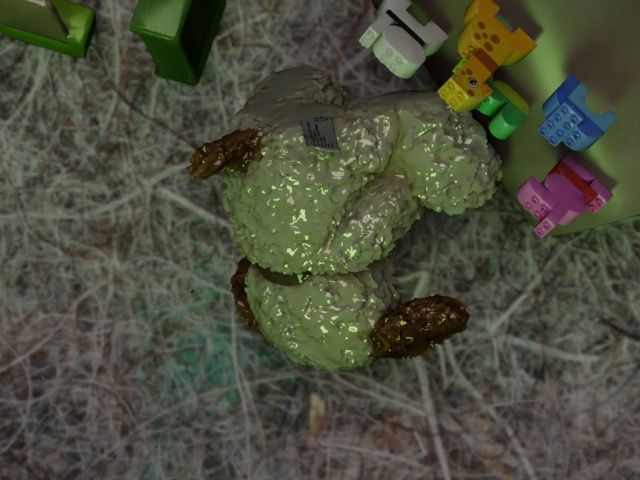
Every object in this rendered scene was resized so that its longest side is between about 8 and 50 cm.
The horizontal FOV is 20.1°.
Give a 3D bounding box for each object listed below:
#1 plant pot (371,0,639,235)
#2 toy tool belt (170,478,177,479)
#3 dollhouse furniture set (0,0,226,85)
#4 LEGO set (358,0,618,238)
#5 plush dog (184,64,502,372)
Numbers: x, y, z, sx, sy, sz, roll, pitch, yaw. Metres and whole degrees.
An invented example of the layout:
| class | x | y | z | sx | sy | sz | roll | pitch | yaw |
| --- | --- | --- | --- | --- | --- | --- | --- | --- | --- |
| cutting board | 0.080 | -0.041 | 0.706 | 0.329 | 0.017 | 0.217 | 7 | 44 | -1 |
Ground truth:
| class | x | y | z | sx | sy | sz | roll | pitch | yaw |
| --- | --- | --- | --- | --- | --- | --- | --- | --- | --- |
| plant pot | 0.219 | -0.165 | 1.442 | 0.323 | 0.323 | 0.280 | -20 | 93 | -1 |
| toy tool belt | -0.115 | 0.244 | 1.490 | 0.051 | 0.052 | 0.083 | 23 | 82 | -24 |
| dollhouse furniture set | -0.159 | -0.311 | 1.551 | 0.197 | 0.151 | 0.301 | 17 | 79 | 7 |
| LEGO set | 0.123 | -0.098 | 1.306 | 0.227 | 0.087 | 0.093 | 43 | 50 | 1 |
| plush dog | 0.000 | 0.000 | 1.433 | 0.210 | 0.262 | 0.225 | -26 | 117 | -37 |
